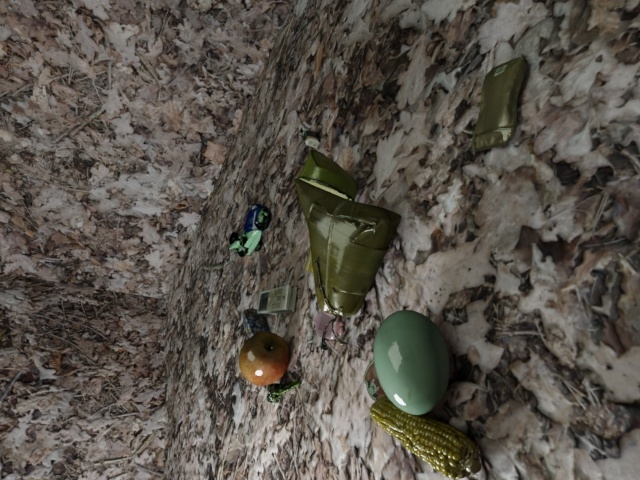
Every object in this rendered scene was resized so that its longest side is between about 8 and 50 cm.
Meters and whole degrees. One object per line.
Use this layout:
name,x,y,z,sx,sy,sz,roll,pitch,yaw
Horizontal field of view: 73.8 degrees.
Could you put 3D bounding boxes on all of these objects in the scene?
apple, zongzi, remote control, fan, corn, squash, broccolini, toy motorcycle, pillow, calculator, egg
apple,-0.212,0.445,1.598,0.174,0.188,0.188,-60,32,34
zongzi,0.009,0.063,1.322,0.418,0.181,0.447,28,104,32
remote control,-0.188,0.253,1.782,0.277,0.055,0.103,-20,59,55
fan,0.180,0.337,1.146,0.220,0.009,0.132,-63,31,21
corn,0.220,0.428,0.952,0.320,0.097,0.097,1,78,63
squash,0.041,-0.214,1.458,0.133,0.220,0.220,-61,30,3
broccolini,-0.138,0.536,1.557,0.201,0.058,0.074,-45,47,43
toy motorcycle,-0.340,-0.059,2.143,0.331,0.125,0.196,-48,37,34
pillow,0.420,-0.321,1.014,0.130,0.033,0.217,-4,74,63
calculator,0.028,0.280,1.424,0.166,0.024,0.103,-4,73,61
egg,0.206,0.272,0.968,0.168,0.168,0.231,-37,50,48

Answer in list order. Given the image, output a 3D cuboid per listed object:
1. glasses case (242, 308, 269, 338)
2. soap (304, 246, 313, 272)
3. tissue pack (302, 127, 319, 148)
glasses case,-0.281,0.374,1.855,0.248,0.087,0.065,-133,50,-56
soap,0.001,0.000,1.593,0.092,0.037,0.252,9,84,60
tissue pack,-0.040,-0.444,1.849,0.042,0.062,0.083,-57,32,38
